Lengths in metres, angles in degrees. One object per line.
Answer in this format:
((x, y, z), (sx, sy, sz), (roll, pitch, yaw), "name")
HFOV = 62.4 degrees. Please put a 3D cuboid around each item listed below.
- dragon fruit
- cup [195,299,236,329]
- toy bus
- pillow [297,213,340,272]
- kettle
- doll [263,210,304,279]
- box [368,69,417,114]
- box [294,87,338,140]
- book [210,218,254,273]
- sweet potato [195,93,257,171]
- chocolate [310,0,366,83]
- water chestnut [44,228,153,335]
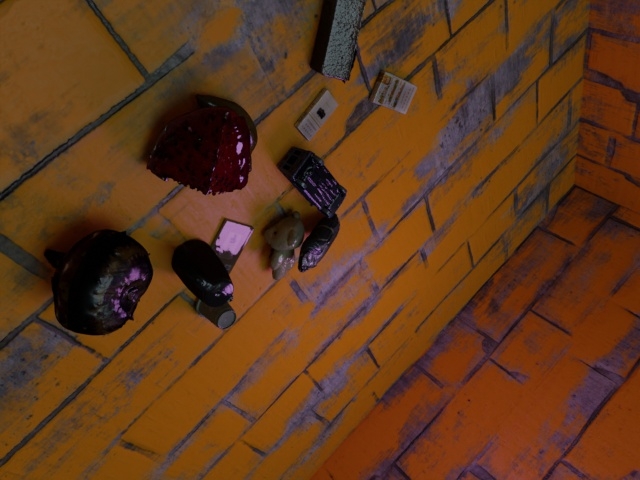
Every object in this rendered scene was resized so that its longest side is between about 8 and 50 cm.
((-0.315, -0.206, 1.524), (0.330, 0.302, 0.241), (37, 45, -65), "dragon fruit")
((-0.370, 0.252, 1.892), (0.120, 0.141, 0.120), (-25, 134, -29), "cup")
((-0.025, -0.207, 1.906), (0.126, 0.133, 0.292), (-55, 141, -7), "toy bus")
((0.000, 0.000, 2.035), (0.162, 0.092, 0.335), (-64, 175, 36), "pillow")
((-0.377, 0.099, 1.678), (0.144, 0.232, 0.202), (-45, 136, -6), "kettle")
((-0.144, 0.029, 1.995), (0.149, 0.175, 0.278), (5, 132, -7), "doll")
((0.282, -0.566, 2.029), (0.220, 0.032, 0.122), (2, 117, -48), "box")
((-0.013, -0.433, 1.826), (0.167, 0.024, 0.090), (-52, 143, -3), "box")
((-0.327, 0.025, 1.859), (0.138, 0.016, 0.199), (18, 105, -51), "book")
((-0.254, -0.341, 1.606), (0.108, 0.079, 0.346), (-23, 143, 6), "sweet potato")
((0.055, -0.664, 1.653), (0.111, 0.112, 0.321), (-7, 124, -34), "chocolate")
((-0.619, 0.102, 1.444), (0.300, 0.300, 0.300), (-28, 136, -30), "water chestnut")
